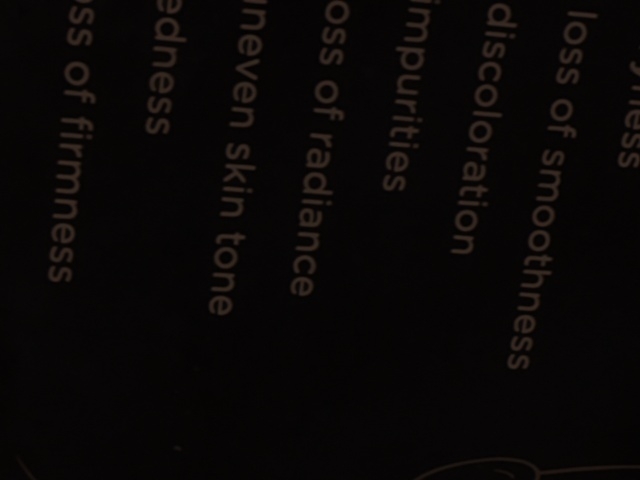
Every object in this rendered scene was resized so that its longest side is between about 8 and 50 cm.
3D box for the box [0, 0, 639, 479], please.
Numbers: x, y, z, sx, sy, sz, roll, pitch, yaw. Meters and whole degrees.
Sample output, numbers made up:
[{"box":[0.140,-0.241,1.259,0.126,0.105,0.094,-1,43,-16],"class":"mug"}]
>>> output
[{"box":[0.067,0.046,0.787,0.471,0.480,0.297,4,18,-11],"class":"box"}]
